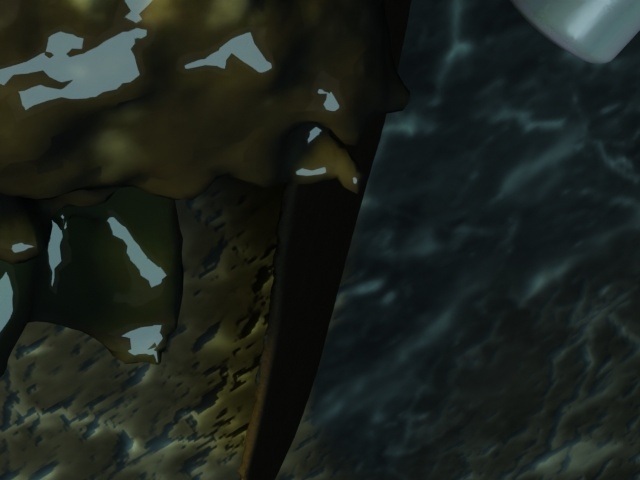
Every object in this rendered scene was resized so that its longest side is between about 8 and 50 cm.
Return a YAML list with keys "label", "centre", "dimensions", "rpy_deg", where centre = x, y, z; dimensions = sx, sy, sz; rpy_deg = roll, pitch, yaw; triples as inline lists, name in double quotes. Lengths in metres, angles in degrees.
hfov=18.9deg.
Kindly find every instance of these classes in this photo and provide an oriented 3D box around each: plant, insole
- label: "plant"
  centre: [-0.087, -0.075, 0.520]
  dimensions: [0.199, 0.188, 0.276]
  rpy_deg: [-15, 136, -17]
- label: "insole"
  centre: [0.000, 0.000, 0.734]
  dimensions: [0.111, 0.007, 0.328]
  rpy_deg: [-56, 165, -43]

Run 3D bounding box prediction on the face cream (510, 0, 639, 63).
- label: "face cream"
  centre: [0.163, -0.174, 0.658]
  dimensions: [0.082, 0.082, 0.269]
  rpy_deg: [23, 116, -44]
